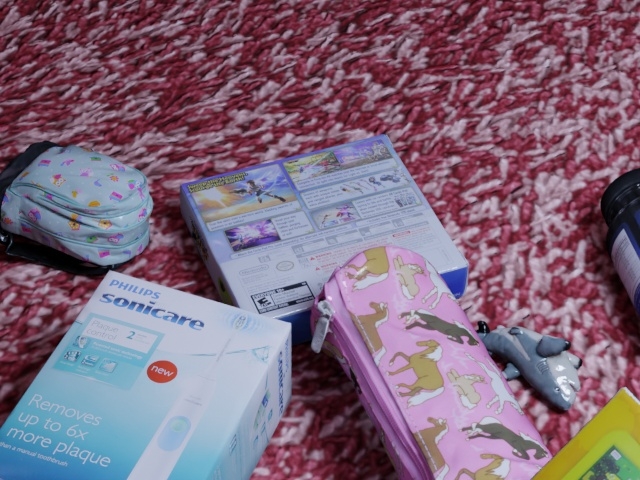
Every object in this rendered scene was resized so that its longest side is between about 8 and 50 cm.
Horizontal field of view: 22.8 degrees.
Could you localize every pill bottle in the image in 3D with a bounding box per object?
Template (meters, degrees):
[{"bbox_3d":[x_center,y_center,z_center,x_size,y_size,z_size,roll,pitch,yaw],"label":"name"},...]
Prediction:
[{"bbox_3d":[0.396,0.021,1.795,0.122,0.123,0.219,-8,45,-9],"label":"pill bottle"}]

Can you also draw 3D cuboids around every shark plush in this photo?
[{"bbox_3d":[0.212,0.127,1.737,0.161,0.073,0.067,24,79,16],"label":"shark plush"}]

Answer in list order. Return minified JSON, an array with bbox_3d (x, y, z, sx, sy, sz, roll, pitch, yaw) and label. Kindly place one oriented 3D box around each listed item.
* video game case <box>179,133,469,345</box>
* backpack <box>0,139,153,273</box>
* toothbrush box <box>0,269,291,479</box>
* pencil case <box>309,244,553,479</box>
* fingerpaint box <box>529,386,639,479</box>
[{"bbox_3d":[0.000,0.000,1.855,0.269,0.061,0.244,-15,48,-15],"label":"video game case"},{"bbox_3d":[-0.285,-0.041,1.857,0.182,0.115,0.152,23,46,18],"label":"backpack"},{"bbox_3d":[-0.179,0.193,1.611,0.216,0.126,0.295,16,45,15],"label":"toothbrush box"},{"bbox_3d":[0.119,0.180,1.605,0.167,0.160,0.386,-21,48,-10],"label":"pencil case"},{"bbox_3d":[0.277,0.407,1.249,0.371,0.163,0.445,-46,52,3],"label":"fingerpaint box"}]
